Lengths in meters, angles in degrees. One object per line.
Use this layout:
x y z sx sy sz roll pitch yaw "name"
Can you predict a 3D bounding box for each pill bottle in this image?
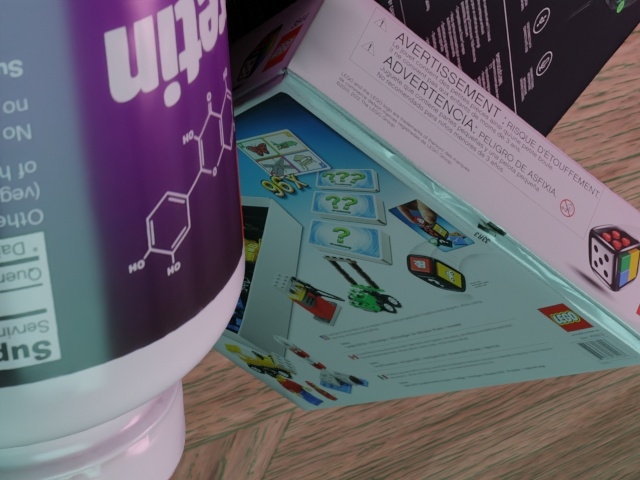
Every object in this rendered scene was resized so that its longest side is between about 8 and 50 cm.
-0.120 -0.058 0.524 0.181 0.181 0.323 -23 125 -31 "pill bottle"

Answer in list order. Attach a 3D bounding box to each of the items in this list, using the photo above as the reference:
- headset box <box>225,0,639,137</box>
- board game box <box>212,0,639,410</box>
0.077 -0.174 0.705 0.283 0.131 0.246 -49 154 -16 "headset box"
0.000 0.000 0.701 0.305 0.193 0.053 -18 -140 60 "board game box"
